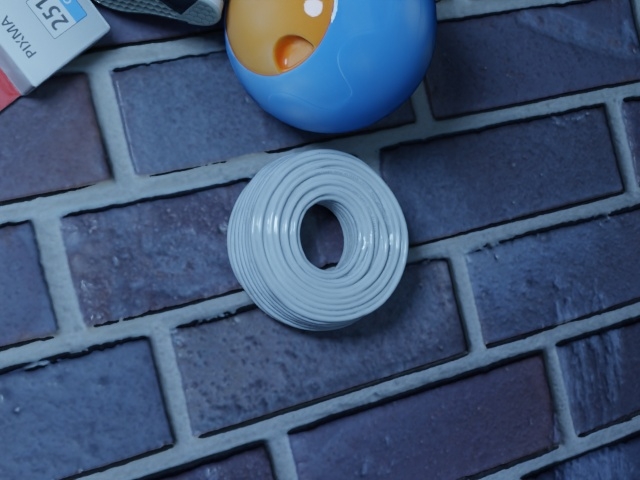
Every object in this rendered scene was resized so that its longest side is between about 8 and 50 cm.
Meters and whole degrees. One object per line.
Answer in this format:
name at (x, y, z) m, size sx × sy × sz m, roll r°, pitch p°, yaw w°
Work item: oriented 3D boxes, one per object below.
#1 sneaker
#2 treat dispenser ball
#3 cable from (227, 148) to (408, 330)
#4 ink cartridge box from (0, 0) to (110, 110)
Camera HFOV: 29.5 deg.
sneaker at (-0.217, -0.381, 1.599) m, size 0.226 × 0.086 × 0.163 m, roll 15°, pitch 66°, yaw 3°
treat dispenser ball at (0.013, -0.289, 1.636) m, size 0.288 × 0.288 × 0.288 m, roll 4°, pitch 82°, yaw -28°
cable at (0.000, 0.000, 1.709) m, size 0.257 × 0.089 × 0.257 m, roll -38°, pitch 102°, yaw -27°
ink cartridge box at (-0.453, -0.304, 1.512) m, size 0.261 × 0.066 × 0.296 m, roll -44°, pitch 105°, yaw -26°
